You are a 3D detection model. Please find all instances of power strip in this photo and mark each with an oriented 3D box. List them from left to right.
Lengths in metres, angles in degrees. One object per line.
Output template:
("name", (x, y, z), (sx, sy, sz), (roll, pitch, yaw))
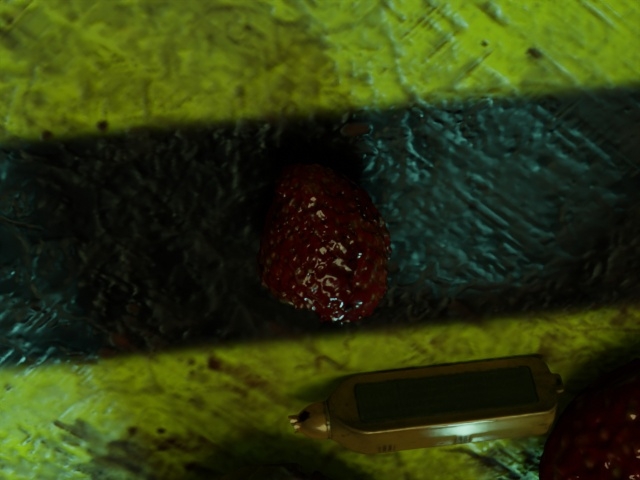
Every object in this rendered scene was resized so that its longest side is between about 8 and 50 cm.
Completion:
("power strip", (0.068, 0.108, 1.274), (0.178, 0.049, 0.028), (-6, 136, -5))

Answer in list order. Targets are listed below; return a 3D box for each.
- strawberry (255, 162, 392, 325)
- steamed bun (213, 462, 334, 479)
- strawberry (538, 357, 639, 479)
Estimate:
("strawberry", (0.000, 0.000, 1.159), (0.083, 0.083, 0.096), (-17, 123, 4))
("steamed bun", (-0.006, 0.311, 1.302), (0.199, 0.251, 0.301), (-34, 119, 28))
("strawberry", (0.245, 0.234, 1.293), (0.261, 0.261, 0.257), (-29, 135, 14))
